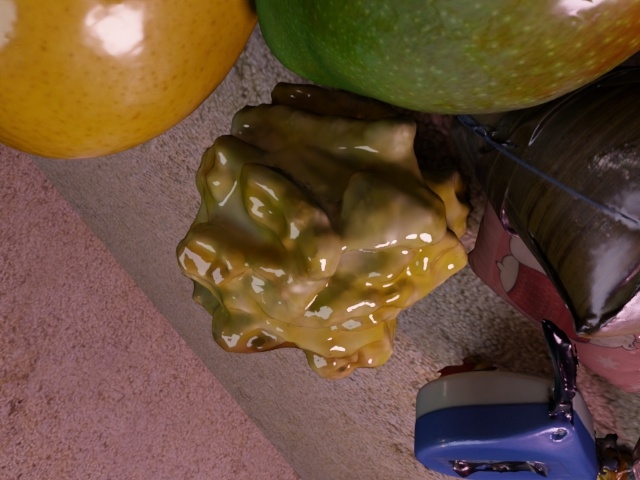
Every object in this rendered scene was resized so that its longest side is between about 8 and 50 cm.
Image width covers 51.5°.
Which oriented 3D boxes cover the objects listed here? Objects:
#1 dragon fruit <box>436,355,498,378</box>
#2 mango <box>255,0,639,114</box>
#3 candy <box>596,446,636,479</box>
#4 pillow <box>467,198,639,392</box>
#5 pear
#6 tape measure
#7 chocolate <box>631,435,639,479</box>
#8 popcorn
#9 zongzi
[{"bbox_3d":[0.192,0.210,0.917,0.068,0.112,0.126,52,170,45],"label":"dragon fruit"},{"bbox_3d":[0.071,-0.183,0.398,0.382,0.201,0.225,-1,94,58],"label":"mango"},{"bbox_3d":[0.359,0.291,0.841,0.053,0.046,0.182,50,153,-12],"label":"candy"},{"bbox_3d":[0.232,0.022,0.599,0.223,0.084,0.236,39,155,22],"label":"pillow"},{"bbox_3d":[-0.212,-0.260,0.570,0.362,0.362,0.418,49,129,-4],"label":"pear"},{"bbox_3d":[0.190,0.190,0.718,0.215,0.098,0.351,-9,145,26],"label":"tape measure"},{"bbox_3d":[0.423,0.278,0.668,0.148,0.093,0.214,2,129,58],"label":"chocolate"},{"bbox_3d":[-0.005,-0.015,0.687,0.312,0.312,0.312,36,153,22],"label":"popcorn"},{"bbox_3d":[0.192,-0.088,0.406,0.221,0.112,0.242,60,139,36],"label":"zongzi"}]
